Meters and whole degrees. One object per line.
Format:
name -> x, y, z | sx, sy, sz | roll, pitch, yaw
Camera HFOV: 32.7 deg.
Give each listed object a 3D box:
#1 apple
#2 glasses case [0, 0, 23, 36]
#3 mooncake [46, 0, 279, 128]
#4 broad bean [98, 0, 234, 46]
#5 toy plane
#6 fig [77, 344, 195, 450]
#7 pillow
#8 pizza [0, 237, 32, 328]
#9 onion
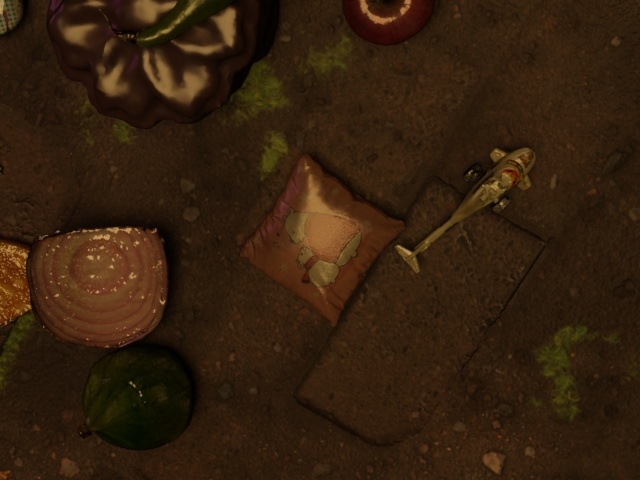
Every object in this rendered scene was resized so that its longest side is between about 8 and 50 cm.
apple -> 0.111, -0.395, 1.782 | 0.153, 0.120, 0.153 | 0, 101, 2
glasses case -> -0.612, -0.507, 1.874 | 0.125, 0.076, 0.327 | -17, 100, 13
mooncake -> -0.265, -0.369, 1.801 | 0.381, 0.212, 0.350 | -3, 108, 10
broad bean -> -0.182, -0.384, 1.653 | 0.318, 0.056, 0.098 | -27, 100, 9
toy plane -> 0.252, -0.058, 1.851 | 0.286, 0.108, 0.092 | -41, 96, 26
fig -> -0.338, 0.293, 1.932 | 0.203, 0.235, 0.203 | 2, 100, 11
pillow -> 0.000, 0.000, 1.899 | 0.223, 0.084, 0.236 | 33, 106, -1
pizza -> -0.551, 0.091, 2.018 | 0.185, 0.036, 0.176 | 17, 107, 0
onion -> -0.391, 0.067, 1.960 | 0.250, 0.111, 0.247 | -3, 118, -5
